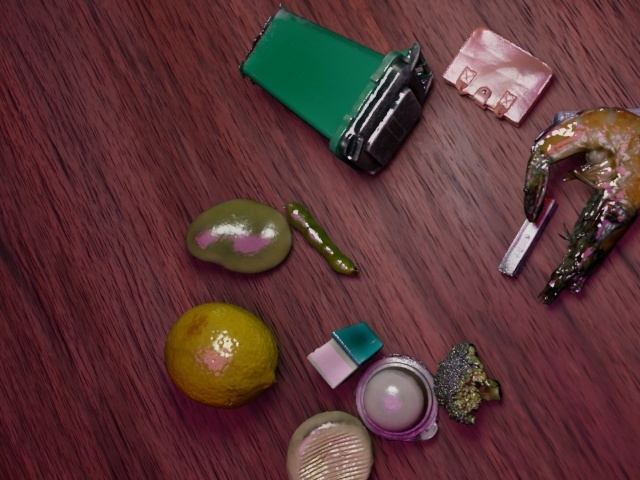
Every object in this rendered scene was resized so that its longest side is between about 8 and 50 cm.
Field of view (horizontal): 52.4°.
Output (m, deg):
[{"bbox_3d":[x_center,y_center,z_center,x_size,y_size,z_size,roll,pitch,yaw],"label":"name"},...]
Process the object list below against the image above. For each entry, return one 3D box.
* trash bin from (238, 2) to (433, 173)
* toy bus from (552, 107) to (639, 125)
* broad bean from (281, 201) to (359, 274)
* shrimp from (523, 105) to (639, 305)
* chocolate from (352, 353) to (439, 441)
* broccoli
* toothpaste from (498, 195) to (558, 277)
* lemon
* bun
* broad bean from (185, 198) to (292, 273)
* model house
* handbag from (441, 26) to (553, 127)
[{"bbox_3d":[0.038,-0.370,1.508,0.381,0.259,0.295,36,96,18],"label":"trash bin"},{"bbox_3d":[0.609,-0.253,1.424,0.191,0.075,0.064,1,87,15],"label":"toy bus"},{"bbox_3d":[-0.001,0.000,1.595,0.052,0.052,0.256,-36,75,-28],"label":"broad bean"},{"bbox_3d":[0.545,-0.071,1.389,0.272,0.085,0.444,20,103,0],"label":"shrimp"},{"bbox_3d":[0.169,0.369,1.470,0.221,0.147,0.221,0,89,12],"label":"chocolate"},{"bbox_3d":[0.331,0.320,1.447,0.160,0.167,0.154,8,123,-10],"label":"broccoli"},{"bbox_3d":[0.469,-0.008,1.465,0.040,0.047,0.196,31,95,30],"label":"toothpaste"},{"bbox_3d":[-0.234,0.271,1.542,0.267,0.267,0.267,-1,86,16],"label":"lemon"},{"bbox_3d":[0.019,0.504,1.521,0.223,0.127,0.222,0,87,-8],"label":"bun"},{"bbox_3d":[-0.200,-0.011,1.632,0.263,0.121,0.189,5,82,2],"label":"broad bean"},{"bbox_3d":[0.065,0.256,1.517,0.149,0.127,0.100,-43,76,12],"label":"model house"},{"bbox_3d":[0.407,-0.376,1.500,0.212,0.059,0.157,37,96,15],"label":"handbag"}]
